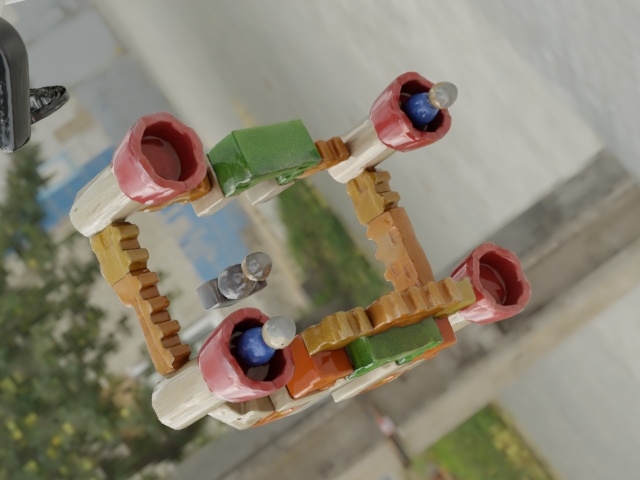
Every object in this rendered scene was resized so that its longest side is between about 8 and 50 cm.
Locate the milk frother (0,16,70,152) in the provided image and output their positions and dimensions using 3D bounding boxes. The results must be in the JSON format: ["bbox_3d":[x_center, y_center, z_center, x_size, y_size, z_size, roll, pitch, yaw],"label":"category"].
[{"bbox_3d":[-0.261,-0.132,1.312,0.143,0.129,0.135,-75,-13,-61],"label":"milk frother"}]

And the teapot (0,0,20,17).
[{"bbox_3d":[-0.369,-0.259,1.606,0.252,0.187,0.256,49,-150,-25],"label":"teapot"}]

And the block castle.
[{"bbox_3d":[0.000,0.000,1.821,0.213,0.453,0.303,-34,76,44],"label":"block castle"}]
